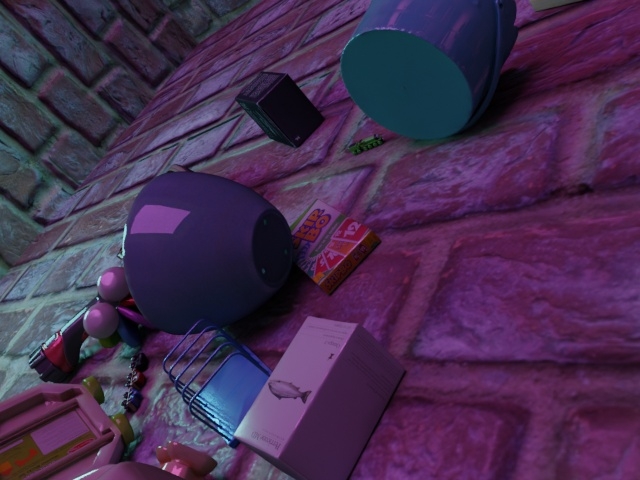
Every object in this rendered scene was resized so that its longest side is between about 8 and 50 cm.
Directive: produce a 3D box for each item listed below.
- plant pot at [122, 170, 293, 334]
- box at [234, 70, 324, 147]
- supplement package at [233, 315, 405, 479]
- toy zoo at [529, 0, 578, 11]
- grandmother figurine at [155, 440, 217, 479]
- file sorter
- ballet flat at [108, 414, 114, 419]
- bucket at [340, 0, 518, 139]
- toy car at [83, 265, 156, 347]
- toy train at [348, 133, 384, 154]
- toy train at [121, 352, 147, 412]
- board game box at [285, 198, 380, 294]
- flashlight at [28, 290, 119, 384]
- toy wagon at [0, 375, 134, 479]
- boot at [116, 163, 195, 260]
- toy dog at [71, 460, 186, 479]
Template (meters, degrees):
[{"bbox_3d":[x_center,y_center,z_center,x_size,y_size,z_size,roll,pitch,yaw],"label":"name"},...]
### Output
[{"bbox_3d":[-0.162,0.017,1.089,0.195,0.290,0.290,-4,45,27],"label":"plant pot"},{"bbox_3d":[-0.107,-0.334,1.605,0.108,0.153,0.207,-46,28,-6],"label":"box"},{"bbox_3d":[0.001,0.196,0.770,0.105,0.105,0.179,0,50,52],"label":"supplement package"},{"bbox_3d":[0.537,-0.545,1.161,0.293,0.030,0.192,-52,28,-15],"label":"toy zoo"},{"bbox_3d":[-0.237,0.430,0.786,0.208,0.104,0.342,-53,12,57],"label":"grandmother figurine"},{"bbox_3d":[-0.156,0.207,0.969,0.118,0.104,0.170,-49,27,-10],"label":"file sorter"},{"bbox_3d":[-0.508,0.421,1.142,0.316,0.106,0.107,-46,28,-4],"label":"ballet flat"},{"bbox_3d":[0.179,-0.317,1.078,0.281,0.281,0.183,-4,49,51],"label":"bucket"},{"bbox_3d":[-0.410,0.150,1.368,0.136,0.159,0.182,14,77,10],"label":"toy car"},{"bbox_3d":[0.092,-0.196,1.282,0.083,0.024,0.017,-18,37,41],"label":"toy train"},{"bbox_3d":[-0.358,0.274,1.234,0.036,0.027,0.158,-27,29,8],"label":"toy train"},{"bbox_3d":[0.000,0.000,1.126,0.124,0.039,0.259,-46,25,-4],"label":"board game box"},{"bbox_3d":[-0.548,0.209,1.512,0.304,0.103,0.103,-41,-7,-4],"label":"flashlight"},{"bbox_3d":[-0.446,0.364,1.041,0.267,0.068,0.344,-24,40,-34],"label":"toy wagon"},{"bbox_3d":[-0.389,-0.041,1.605,0.284,0.138,0.377,-50,33,-12],"label":"boot"},{"bbox_3d":[-0.161,0.401,0.467,0.395,0.284,0.408,17,70,22],"label":"toy dog"}]
